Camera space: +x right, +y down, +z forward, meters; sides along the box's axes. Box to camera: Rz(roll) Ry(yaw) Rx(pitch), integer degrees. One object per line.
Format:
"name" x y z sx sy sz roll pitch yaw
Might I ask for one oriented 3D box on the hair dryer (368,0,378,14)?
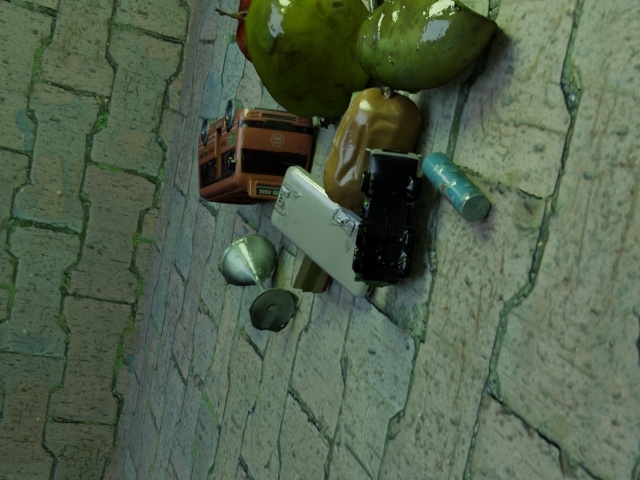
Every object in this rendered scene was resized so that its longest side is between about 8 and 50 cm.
"hair dryer" 0.087 -0.588 1.733 0.173 0.107 0.357 143 125 -64

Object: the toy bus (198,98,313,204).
"toy bus" -0.175 -0.205 2.093 0.427 0.203 0.233 175 98 -69

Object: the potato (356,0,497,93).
"potato" 0.171 -0.327 1.351 0.298 0.141 0.176 11 91 56

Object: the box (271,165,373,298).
"box" 0.012 -0.020 1.611 0.285 0.044 0.142 40 121 33

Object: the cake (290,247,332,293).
"cake" -0.004 -0.012 1.737 0.117 0.086 0.220 -115 39 -53

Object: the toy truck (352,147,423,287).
"toy truck" 0.111 -0.034 1.420 0.125 0.101 0.242 -72 -11 -76

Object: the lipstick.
"lipstick" 0.206 -0.084 1.290 0.158 0.048 0.048 -118 42 -56

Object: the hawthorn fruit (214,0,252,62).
"hawthorn fruit" -0.117 -0.510 1.962 0.242 0.272 0.242 -23 62 54

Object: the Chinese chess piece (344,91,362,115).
"Chinese chess piece" 0.070 -0.214 1.619 0.144 0.058 0.144 -163 90 -87

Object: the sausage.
"sausage" 0.093 -0.160 1.499 0.120 0.136 0.241 -104 35 -59

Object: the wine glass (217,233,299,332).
"wine glass" -0.141 0.103 1.980 0.232 0.156 0.156 55 133 54

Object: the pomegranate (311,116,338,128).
"pomegranate" -0.012 -0.309 1.855 0.142 0.114 0.114 63 145 19

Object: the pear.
"pear" -0.019 -0.396 1.670 0.269 0.269 0.321 -114 13 -54
